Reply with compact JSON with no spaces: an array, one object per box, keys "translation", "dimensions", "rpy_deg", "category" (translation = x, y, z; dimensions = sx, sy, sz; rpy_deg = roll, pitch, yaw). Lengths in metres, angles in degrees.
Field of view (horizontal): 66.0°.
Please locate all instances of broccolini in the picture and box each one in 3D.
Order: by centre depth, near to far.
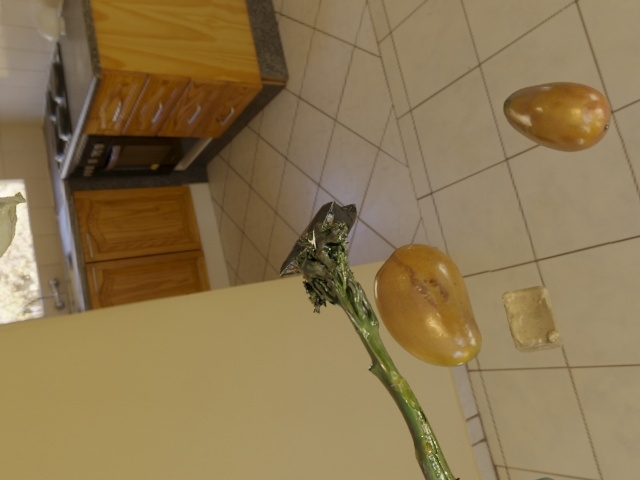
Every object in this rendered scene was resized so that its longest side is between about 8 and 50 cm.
[{"translation":[0.041,0.101,0.390],"dimensions":[0.071,0.058,0.254],"rpy_deg":[51,-165,-74],"category":"broccolini"}]

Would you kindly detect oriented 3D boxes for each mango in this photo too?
[{"translation":[0.449,-0.238,0.944],"dimensions":[0.221,0.152,0.120],"rpy_deg":[-120,53,-70],"category":"mango"},{"translation":[0.301,0.185,1.401],"dimensions":[0.377,0.264,0.221],"rpy_deg":[62,177,27],"category":"mango"}]

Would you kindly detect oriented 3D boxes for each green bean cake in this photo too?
[{"translation":[0.412,0.157,0.956],"dimensions":[0.085,0.179,0.109],"rpy_deg":[-16,70,21],"category":"green bean cake"}]

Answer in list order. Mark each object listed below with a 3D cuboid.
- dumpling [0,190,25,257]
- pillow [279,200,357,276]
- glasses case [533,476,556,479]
[{"translation":[-0.439,-0.009,0.587],"dimensions":[0.134,0.169,0.099],"rpy_deg":[-34,75,49],"category":"dumpling"},{"translation":[0.000,0.000,0.789],"dimensions":[0.150,0.090,0.048],"rpy_deg":[-53,50,15],"category":"pillow"},{"translation":[0.328,0.302,0.421],"dimensions":[0.301,0.117,0.070],"rpy_deg":[13,79,45],"category":"glasses case"}]
